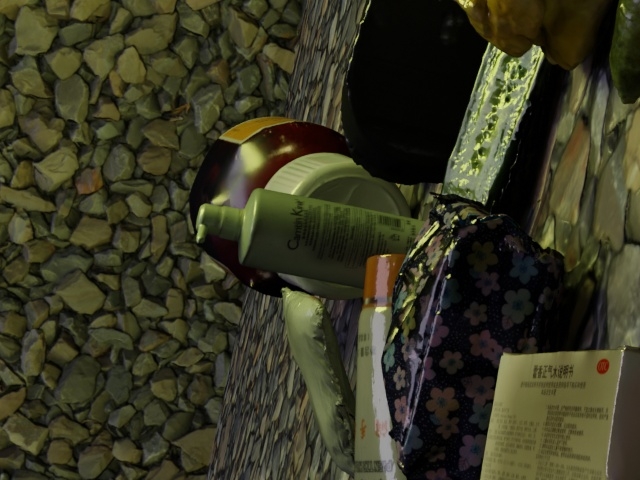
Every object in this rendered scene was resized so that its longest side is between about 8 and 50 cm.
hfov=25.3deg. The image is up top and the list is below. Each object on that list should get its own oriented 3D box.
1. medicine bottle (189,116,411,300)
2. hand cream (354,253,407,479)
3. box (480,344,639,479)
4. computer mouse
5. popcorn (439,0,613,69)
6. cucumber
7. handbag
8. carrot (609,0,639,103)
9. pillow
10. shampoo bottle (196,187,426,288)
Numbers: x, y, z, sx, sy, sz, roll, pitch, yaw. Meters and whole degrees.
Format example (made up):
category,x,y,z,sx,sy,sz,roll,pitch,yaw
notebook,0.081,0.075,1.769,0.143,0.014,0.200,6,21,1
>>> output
category,x,y,z,sx,sy,sz,roll,pitch,yaw
medicine bottle,-0.028,-0.028,1.822,0.395,0.243,0.242,-139,61,-71
hand cream,0.076,0.174,1.407,0.140,0.089,0.314,154,120,-64
box,0.164,0.149,0.827,0.212,0.095,0.168,155,125,-78
computer mouse,0.116,-0.194,1.338,0.087,0.168,0.295,-119,43,-79
popcorn,0.169,-0.215,1.142,0.148,0.152,0.167,48,-163,-58
cucumber,0.163,-0.080,1.263,0.078,0.062,0.211,28,102,46
handbag,0.112,0.083,1.133,0.208,0.127,0.228,-97,19,-82
carrot,0.247,-0.251,0.898,0.074,0.074,0.358,-97,19,-64
pillow,0.006,0.165,1.654,0.128,0.051,0.229,-152,44,-67
shampoo bottle,0.000,0.000,1.497,0.085,0.262,0.085,-169,90,-80
